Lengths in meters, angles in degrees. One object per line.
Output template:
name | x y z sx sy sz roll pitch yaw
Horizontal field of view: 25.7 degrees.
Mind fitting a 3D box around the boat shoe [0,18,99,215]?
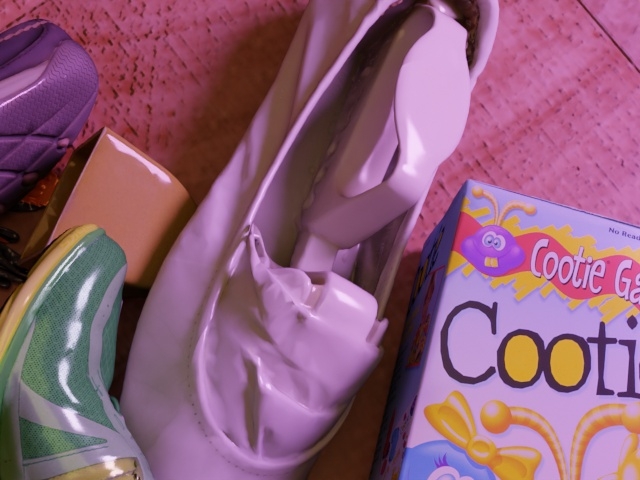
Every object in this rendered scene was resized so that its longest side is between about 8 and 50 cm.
boat shoe | -0.297 -0.036 0.792 0.355 0.132 0.130 -33 76 -11

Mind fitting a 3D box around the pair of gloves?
pair of gloves | -0.195 -0.015 0.861 0.074 0.010 0.083 26 74 2

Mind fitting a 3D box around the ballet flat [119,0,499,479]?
ballet flat | 0.000 0.000 0.800 0.139 0.139 0.400 22 73 1

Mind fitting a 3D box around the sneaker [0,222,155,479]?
sneaker | -0.127 0.139 0.725 0.123 0.109 0.296 7 74 -8

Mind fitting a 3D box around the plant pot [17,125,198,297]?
plant pot | -0.118 -0.006 0.832 0.083 0.081 0.081 29 72 -17

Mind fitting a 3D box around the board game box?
board game box | 0.105 0.129 0.780 0.142 0.144 0.275 15 74 -2
